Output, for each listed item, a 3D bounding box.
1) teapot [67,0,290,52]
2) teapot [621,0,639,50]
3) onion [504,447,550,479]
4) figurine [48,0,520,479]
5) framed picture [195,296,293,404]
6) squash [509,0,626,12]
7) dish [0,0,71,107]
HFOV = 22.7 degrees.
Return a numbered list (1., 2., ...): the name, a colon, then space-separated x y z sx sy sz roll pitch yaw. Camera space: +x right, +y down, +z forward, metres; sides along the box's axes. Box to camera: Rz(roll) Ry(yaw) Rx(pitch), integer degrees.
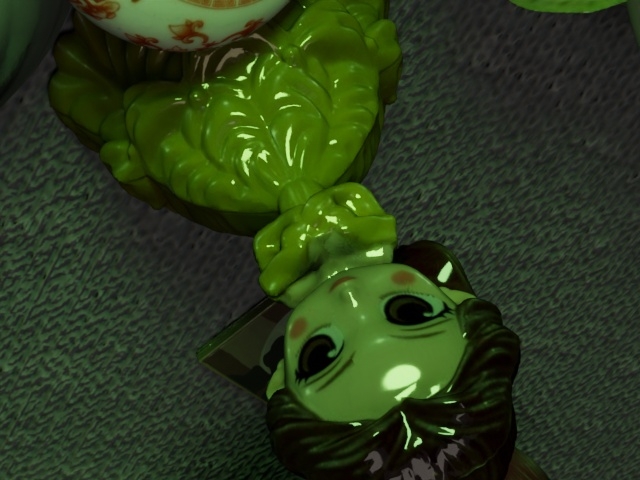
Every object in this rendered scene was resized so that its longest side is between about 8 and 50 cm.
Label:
1. teapot: -0.052 -0.166 0.718 0.245 0.116 0.159 -14 100 -39
2. teapot: 0.263 -0.152 0.881 0.298 0.139 0.204 8 96 -29
3. onion: 0.087 0.313 1.112 0.347 0.285 0.347 -51 156 -33
4. figurine: 0.000 -0.003 0.762 0.187 0.315 0.168 -6 135 -22
5. framed picture: 0.026 0.079 1.089 0.136 0.010 0.201 -37 138 14
6. squash: 0.122 -0.191 0.746 0.170 0.122 0.170 -7 152 -4
7. dish: -0.225 -0.105 0.720 0.260 0.085 0.260 -14 137 -14
